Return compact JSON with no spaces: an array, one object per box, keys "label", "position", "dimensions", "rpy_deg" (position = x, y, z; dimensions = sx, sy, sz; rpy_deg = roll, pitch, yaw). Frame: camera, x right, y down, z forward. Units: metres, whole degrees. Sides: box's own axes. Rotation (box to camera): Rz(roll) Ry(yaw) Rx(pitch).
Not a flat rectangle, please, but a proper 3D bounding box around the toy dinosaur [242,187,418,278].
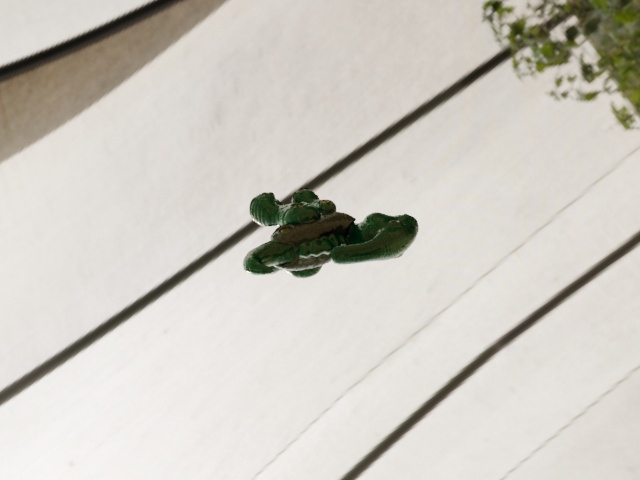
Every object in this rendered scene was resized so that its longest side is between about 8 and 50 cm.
[{"label":"toy dinosaur","position":[0.000,0.000,0.553],"dimensions":[0.132,0.096,0.059],"rpy_deg":[-20,-68,-40]}]
